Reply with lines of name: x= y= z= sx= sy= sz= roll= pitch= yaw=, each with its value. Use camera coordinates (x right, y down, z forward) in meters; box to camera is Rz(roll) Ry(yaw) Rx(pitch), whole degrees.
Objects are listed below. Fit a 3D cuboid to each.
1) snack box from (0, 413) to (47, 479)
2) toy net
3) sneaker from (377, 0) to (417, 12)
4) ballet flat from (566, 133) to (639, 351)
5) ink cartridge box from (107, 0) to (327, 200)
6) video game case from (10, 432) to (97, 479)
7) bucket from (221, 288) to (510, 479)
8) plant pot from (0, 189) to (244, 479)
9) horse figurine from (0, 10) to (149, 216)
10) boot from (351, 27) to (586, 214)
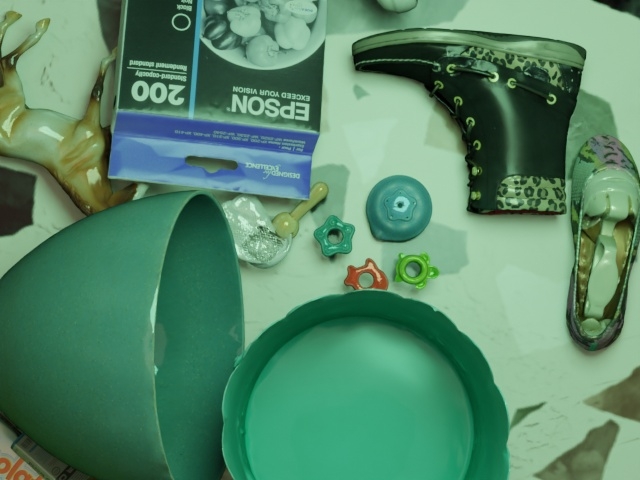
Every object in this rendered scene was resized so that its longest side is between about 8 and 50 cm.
snack box: x=-0.345 y=0.273 z=1.797 sx=0.322 sy=0.060 sz=0.187 roll=42 pitch=85 yaw=2
toy net: x=0.000 y=0.000 z=1.837 sx=0.232 sy=0.045 sz=0.122 roll=-4 pitch=87 yaw=0
sneaker: x=-0.008 y=-0.334 z=1.841 sx=0.123 sy=0.106 sz=0.290 roll=-31 pitch=77 yaw=3
ballet flat: x=0.286 y=0.000 z=1.823 sx=0.077 sy=0.079 sz=0.221 roll=7 pitch=85 yaw=0
ink cartridge box: x=-0.101 y=-0.153 z=1.812 sx=0.206 sy=0.045 sz=0.208 roll=5 pitch=73 yaw=-9
video game case: x=-0.206 y=0.219 z=1.796 sx=0.166 sy=0.015 sz=0.119 roll=41 pitch=51 yaw=2
bucket: x=0.042 y=0.183 z=1.752 sx=0.281 sy=0.183 sz=0.281 roll=0 pitch=86 yaw=-2
plant pot: x=-0.203 y=0.099 z=1.719 sx=0.195 sy=0.290 sz=0.290 roll=0 pitch=85 yaw=13
horse figurine: x=-0.275 y=-0.130 z=1.831 sx=0.263 sy=0.066 sz=0.174 roll=23 pitch=79 yaw=-2
boot: x=0.145 y=-0.118 z=1.828 sx=0.236 sy=0.085 sz=0.178 roll=4 pitch=88 yaw=-1
